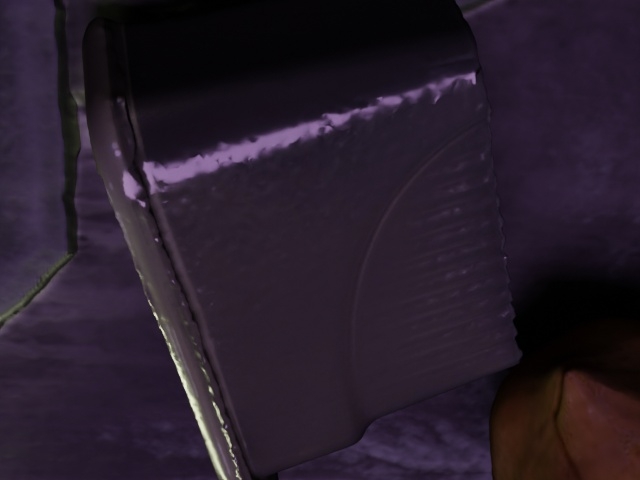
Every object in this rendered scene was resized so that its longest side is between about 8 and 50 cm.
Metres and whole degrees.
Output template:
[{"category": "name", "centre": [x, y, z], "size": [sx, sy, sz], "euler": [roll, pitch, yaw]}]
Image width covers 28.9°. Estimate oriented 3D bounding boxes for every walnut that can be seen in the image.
[{"category": "walnut", "centre": [0.209, 0.151, 0.778], "size": [0.203, 0.203, 0.298], "euler": [-28, 129, 16]}]

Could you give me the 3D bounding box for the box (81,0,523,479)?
[{"category": "box", "centre": [0.000, 0.000, 0.644], "size": [0.178, 0.138, 0.274], "euler": [-16, 133, -1]}]
